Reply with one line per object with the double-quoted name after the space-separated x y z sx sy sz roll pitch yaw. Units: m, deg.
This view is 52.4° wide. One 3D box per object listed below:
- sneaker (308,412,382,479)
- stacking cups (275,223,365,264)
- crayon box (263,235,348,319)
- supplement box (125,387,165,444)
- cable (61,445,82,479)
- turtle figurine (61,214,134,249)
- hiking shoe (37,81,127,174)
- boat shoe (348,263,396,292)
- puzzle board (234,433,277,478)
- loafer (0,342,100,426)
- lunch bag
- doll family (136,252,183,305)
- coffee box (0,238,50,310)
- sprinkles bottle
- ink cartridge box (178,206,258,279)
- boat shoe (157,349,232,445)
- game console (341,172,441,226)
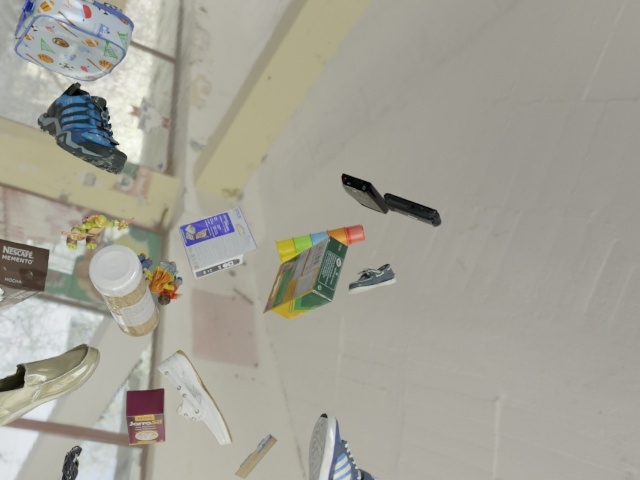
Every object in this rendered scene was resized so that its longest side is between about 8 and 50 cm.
0.091 0.714 2.047 0.130 0.236 0.323 161 -64 -65 "sneaker"
0.000 0.000 2.316 0.096 0.316 0.096 164 -90 -87 "stacking cups"
-0.051 0.132 2.114 0.323 0.083 0.203 -29 -144 52 "crayon box"
-0.491 0.499 1.837 0.188 0.104 0.081 103 -19 -48 "supplement box"
-0.657 0.635 1.687 0.150 0.047 0.185 -164 -90 -73 "cable"
-0.788 -0.037 2.216 0.217 0.269 0.087 -30 -96 42 "turtle figurine"
-0.497 -0.247 1.383 0.304 0.113 0.132 34 -88 34 "hiking shoe"
0.179 0.131 2.278 0.095 0.254 0.079 -17 -94 44 "boat shoe"
-0.163 0.546 1.650 0.011 0.096 0.128 36 -106 22 "puzzle board"
-0.615 0.303 1.426 0.102 0.268 0.092 24 -41 49 "loafer"
-0.604 -0.499 1.571 0.303 0.243 0.115 -12 -115 52 "lunch bag"
-0.554 0.108 2.053 0.163 0.262 0.119 -74 -178 -61 "doll family"
-0.863 0.096 1.710 0.297 0.168 0.119 -19 -116 39 "coffee box"
-0.505 0.142 1.703 0.355 0.121 0.121 99 -5 -62 "sprinkles bottle"
-0.315 0.004 2.001 0.045 0.208 0.206 81 -14 -48 "ink cartridge box"
-0.328 0.423 1.688 0.277 0.096 0.098 55 -16 10 "boat shoe"
0.237 -0.122 2.162 0.361 0.213 0.044 23 -97 28 "game console"
